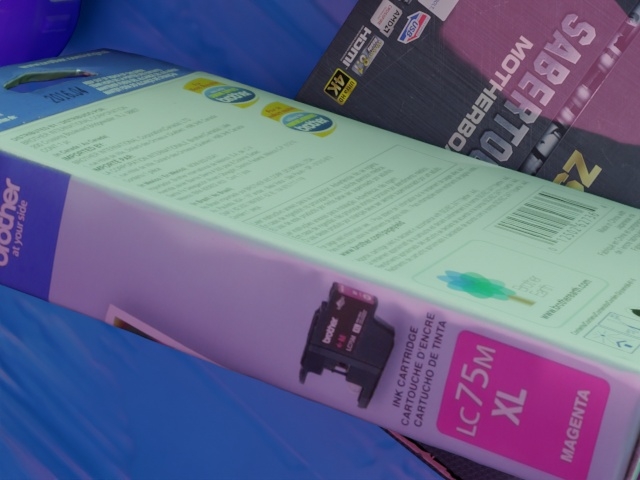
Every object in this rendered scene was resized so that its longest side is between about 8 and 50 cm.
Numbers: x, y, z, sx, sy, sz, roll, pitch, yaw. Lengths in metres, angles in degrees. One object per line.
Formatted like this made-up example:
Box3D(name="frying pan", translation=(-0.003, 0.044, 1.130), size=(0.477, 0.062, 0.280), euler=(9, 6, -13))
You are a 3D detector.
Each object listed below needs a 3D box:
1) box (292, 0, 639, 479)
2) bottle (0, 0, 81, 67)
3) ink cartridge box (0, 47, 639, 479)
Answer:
Box3D(name="box", translation=(0.076, -0.026, 0.871), size=(0.183, 0.059, 0.233), euler=(39, 111, 10))
Box3D(name="bottle", translation=(-0.151, -0.225, 0.906), size=(0.118, 0.092, 0.283), euler=(16, 106, 22))
Box3D(name="ink cartridge box", translation=(0.000, 0.000, 0.771), size=(0.311, 0.186, 0.065), euler=(21, 110, 18))
